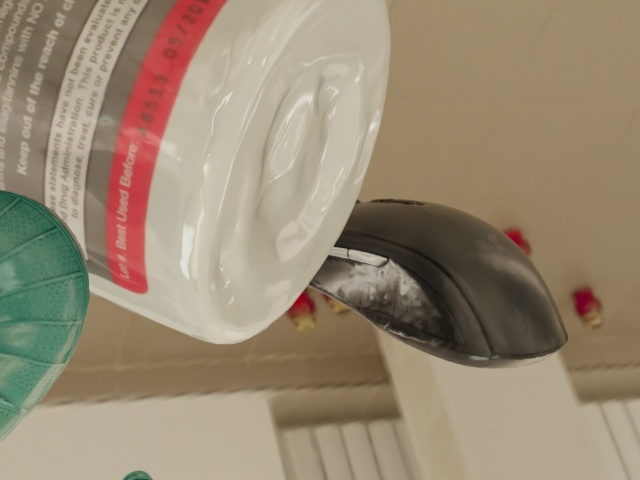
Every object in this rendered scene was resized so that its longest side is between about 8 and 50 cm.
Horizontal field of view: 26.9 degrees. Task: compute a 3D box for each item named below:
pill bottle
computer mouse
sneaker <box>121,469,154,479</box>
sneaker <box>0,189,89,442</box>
[{"bbox_3d":[-0.143,-0.088,0.619,0.318,0.176,0.176,22,151,19],"label":"pill bottle"},{"bbox_3d":[0.000,0.000,0.733,0.184,0.262,0.060,-6,113,-37],"label":"computer mouse"},{"bbox_3d":[-0.199,0.293,1.396,0.107,0.110,0.275,17,159,-18],"label":"sneaker"},{"bbox_3d":[-0.209,0.078,0.431,0.302,0.108,0.121,-31,-175,-9],"label":"sneaker"}]
